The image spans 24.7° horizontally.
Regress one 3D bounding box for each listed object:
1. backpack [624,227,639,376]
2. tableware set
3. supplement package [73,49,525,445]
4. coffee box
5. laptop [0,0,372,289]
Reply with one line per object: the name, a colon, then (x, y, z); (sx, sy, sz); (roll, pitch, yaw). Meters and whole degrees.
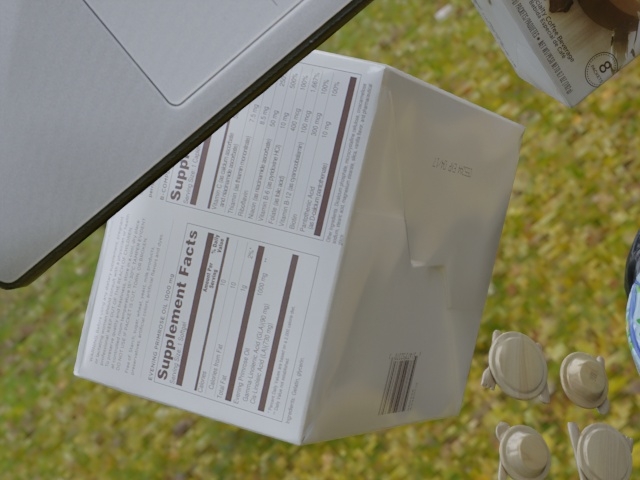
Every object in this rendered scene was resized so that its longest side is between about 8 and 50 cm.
backpack: (0.440, 0.149, 1.412); (0.273, 0.290, 0.355); (-40, 36, -6)
tableware set: (0.217, 0.158, 1.331); (0.020, 0.169, 0.141); (-36, 50, 53)
supplement package: (0.000, 0.000, 0.878); (0.262, 0.145, 0.204); (8, -84, -66)
coffee box: (0.283, -0.287, 1.339); (0.297, 0.168, 0.119); (-39, 29, -1)
laptop: (-0.149, -0.196, 0.396); (0.382, 0.408, 0.236); (-36, 6, 27)
